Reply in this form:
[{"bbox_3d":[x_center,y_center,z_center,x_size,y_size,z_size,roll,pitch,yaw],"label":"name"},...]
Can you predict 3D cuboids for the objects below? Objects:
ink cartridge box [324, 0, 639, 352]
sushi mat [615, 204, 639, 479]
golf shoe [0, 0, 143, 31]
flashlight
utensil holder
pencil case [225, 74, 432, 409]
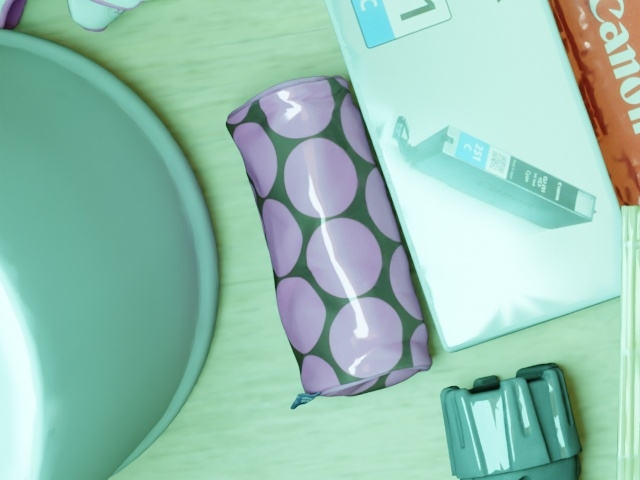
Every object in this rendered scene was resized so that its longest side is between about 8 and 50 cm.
[{"bbox_3d":[0.158,-0.107,1.195,0.261,0.066,0.296,-19,87,7],"label":"ink cartridge box"},{"bbox_3d":[0.257,0.130,1.119,0.151,0.019,0.316,1,92,9],"label":"sushi mat"},{"bbox_3d":[-0.110,-0.216,1.216,0.306,0.115,0.140,-7,99,13],"label":"golf shoe"},{"bbox_3d":[0.138,0.238,1.175,0.103,0.103,0.304,-12,89,2],"label":"flashlight"},{"bbox_3d":[-0.250,0.049,1.057,0.327,0.385,0.327,1,99,7],"label":"utensil holder"},{"bbox_3d":[0.000,0.000,1.204,0.095,0.098,0.209,-12,86,-34],"label":"pencil case"}]
